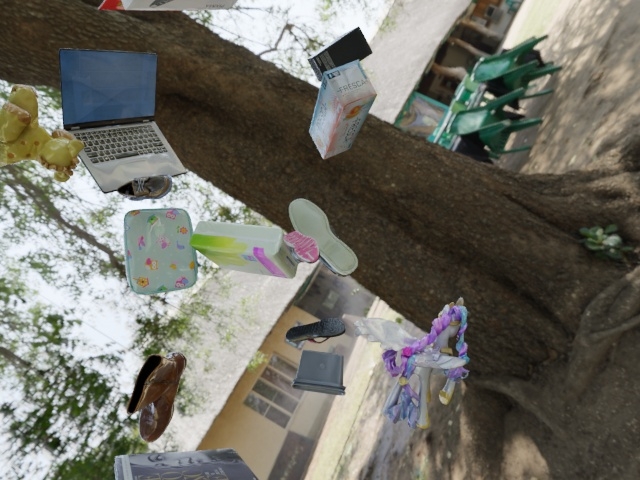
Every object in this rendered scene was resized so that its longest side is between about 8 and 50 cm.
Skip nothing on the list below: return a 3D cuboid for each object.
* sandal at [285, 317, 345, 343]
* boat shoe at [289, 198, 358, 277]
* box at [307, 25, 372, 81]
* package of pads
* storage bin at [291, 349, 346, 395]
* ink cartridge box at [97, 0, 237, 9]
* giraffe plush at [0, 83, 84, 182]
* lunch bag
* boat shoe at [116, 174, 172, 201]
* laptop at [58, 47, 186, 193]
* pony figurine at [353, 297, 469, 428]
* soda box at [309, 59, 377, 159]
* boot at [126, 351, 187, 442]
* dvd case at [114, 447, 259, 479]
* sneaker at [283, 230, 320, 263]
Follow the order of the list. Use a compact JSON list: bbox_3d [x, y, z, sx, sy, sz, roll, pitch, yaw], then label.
[{"bbox_3d":[-0.009,0.246,1.098,0.040,0.179,0.067,64,-150,-21],"label":"sandal"},{"bbox_3d":[0.004,-0.002,1.490,0.127,0.340,0.113,-40,-17,-18],"label":"boat shoe"},{"bbox_3d":[0.060,-0.653,1.468,0.184,0.103,0.261,-29,22,6],"label":"box"},{"bbox_3d":[-0.229,0.032,1.327,0.229,0.296,0.101,61,-141,-64],"label":"package of pads"},{"bbox_3d":[0.001,0.333,1.046,0.098,0.135,0.091,89,-171,-62],"label":"storage bin"},{"bbox_3d":[-0.347,-0.596,1.008,0.261,0.066,0.296,-9,15,47],"label":"ink cartridge box"},{"bbox_3d":[-0.668,-0.235,0.993,0.181,0.170,0.211,-18,59,50],"label":"giraffe plush"},{"bbox_3d":[-0.506,0.037,1.328,0.107,0.223,0.280,-13,84,63],"label":"lunch bag"},{"bbox_3d":[-0.508,-0.149,1.191,0.066,0.183,0.066,8,-109,-63],"label":"boat shoe"},{"bbox_3d":[-0.686,-0.435,1.503,0.236,0.408,0.382,-33,0,36],"label":"laptop"},{"bbox_3d":[0.287,0.347,1.185,0.350,0.302,0.364,-1,-73,-41],"label":"pony figurine"},{"bbox_3d":[0.029,-0.197,0.654,0.058,0.063,0.183,-25,-7,-13],"label":"soda box"},{"bbox_3d":[-0.441,0.428,1.099,0.280,0.096,0.264,120,176,-77],"label":"boot"},{"bbox_3d":[-0.237,0.405,0.726,0.164,0.221,0.018,-10,73,61],"label":"dvd case"},{"bbox_3d":[-0.042,0.031,1.123,0.063,0.170,0.075,-34,-59,-15],"label":"sneaker"}]
